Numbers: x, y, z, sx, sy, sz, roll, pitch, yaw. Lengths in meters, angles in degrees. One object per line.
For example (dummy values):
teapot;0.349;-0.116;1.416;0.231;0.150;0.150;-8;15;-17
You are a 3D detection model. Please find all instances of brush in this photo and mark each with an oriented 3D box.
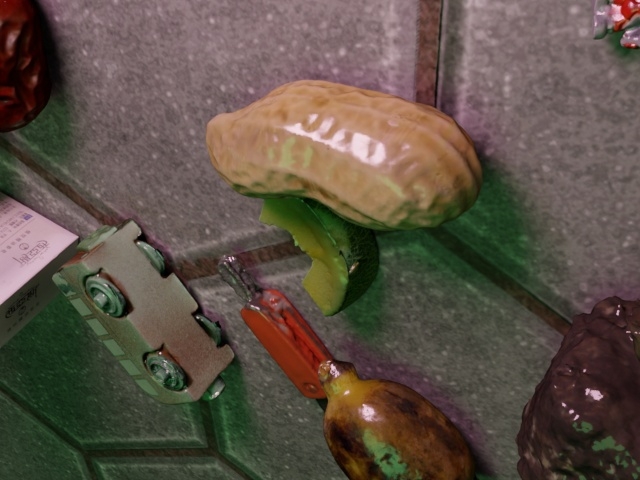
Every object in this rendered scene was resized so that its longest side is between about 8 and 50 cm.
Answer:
brush;-0.045;0.144;1.147;0.070;0.051;0.323;-11;122;47

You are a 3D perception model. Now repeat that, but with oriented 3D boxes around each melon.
melon;0.000;0.000;0.984;0.118;0.064;0.209;-21;110;48

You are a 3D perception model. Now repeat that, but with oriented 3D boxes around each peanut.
peanut;0.015;-0.090;0.841;0.325;0.140;0.153;9;147;30

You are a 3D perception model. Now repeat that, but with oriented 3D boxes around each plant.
plant;0.338;0.152;0.775;0.213;0.215;0.312;31;134;12

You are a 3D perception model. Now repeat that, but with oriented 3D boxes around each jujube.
jujube;-0.426;-0.243;0.998;0.155;0.155;0.230;18;140;20

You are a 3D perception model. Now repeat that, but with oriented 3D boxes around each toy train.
toy train;-0.271;0.124;1.221;0.159;0.129;0.326;-13;118;46

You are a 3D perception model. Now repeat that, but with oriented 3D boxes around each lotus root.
lotus root;0.102;0.290;1.100;0.314;0.141;0.169;44;133;-5

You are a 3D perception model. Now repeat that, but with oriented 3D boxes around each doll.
doll;0.299;-0.185;0.620;0.180;0.079;0.094;14;109;42

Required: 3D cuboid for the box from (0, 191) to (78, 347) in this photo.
box;-0.551;0.056;1.240;0.203;0.274;0.116;28;135;9
